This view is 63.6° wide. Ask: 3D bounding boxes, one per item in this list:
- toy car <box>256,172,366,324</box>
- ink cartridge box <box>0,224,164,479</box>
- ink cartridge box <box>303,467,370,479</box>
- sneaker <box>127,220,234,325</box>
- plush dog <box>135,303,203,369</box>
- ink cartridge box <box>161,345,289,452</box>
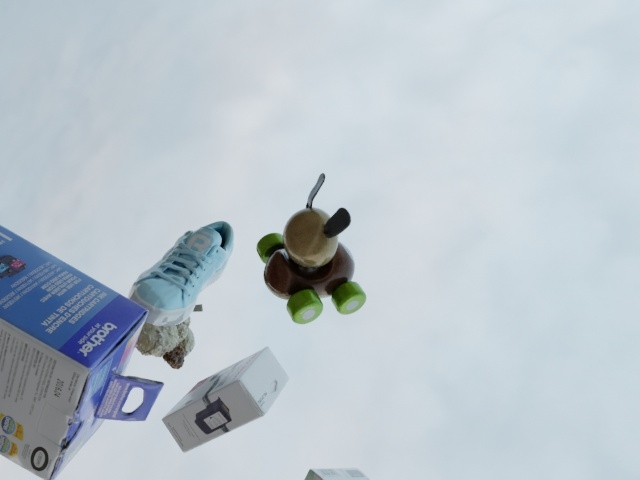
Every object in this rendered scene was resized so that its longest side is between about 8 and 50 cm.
[{"bbox_3d":[0.000,0.000,0.763,0.155,0.148,0.189,57,-38,38],"label":"toy car"},{"bbox_3d":[-0.428,0.159,0.735,0.395,0.151,0.270,32,-60,0],"label":"ink cartridge box"},{"bbox_3d":[-0.006,0.583,1.067,0.056,0.181,0.225,29,-90,40],"label":"ink cartridge box"},{"bbox_3d":[-0.283,0.042,1.090,0.135,0.366,0.150,24,-70,-1],"label":"sneaker"},{"bbox_3d":[-0.473,0.257,1.528,0.211,0.262,0.225,-52,-163,20],"label":"plush dog"},{"bbox_3d":[-0.212,0.359,1.179,0.237,0.172,0.100,-31,-86,21],"label":"ink cartridge box"}]
